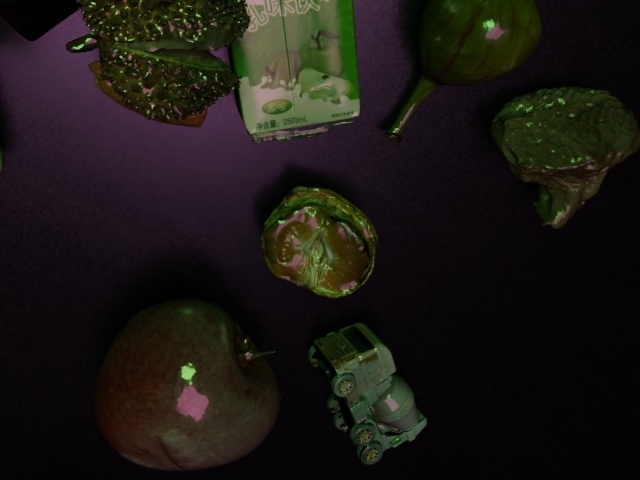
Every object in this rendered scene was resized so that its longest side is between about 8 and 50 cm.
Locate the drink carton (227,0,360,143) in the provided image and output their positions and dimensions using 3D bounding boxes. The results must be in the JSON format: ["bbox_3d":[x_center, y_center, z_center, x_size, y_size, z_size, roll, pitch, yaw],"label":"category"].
[{"bbox_3d":[-0.037,-0.271,0.918,0.161,0.108,0.271,-11,119,-7],"label":"drink carton"}]

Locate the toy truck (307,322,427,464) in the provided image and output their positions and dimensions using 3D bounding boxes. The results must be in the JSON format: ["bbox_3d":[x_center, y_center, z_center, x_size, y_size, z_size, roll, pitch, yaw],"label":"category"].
[{"bbox_3d":[0.085,0.251,1.226,0.140,0.108,0.257,-27,122,-13],"label":"toy truck"}]

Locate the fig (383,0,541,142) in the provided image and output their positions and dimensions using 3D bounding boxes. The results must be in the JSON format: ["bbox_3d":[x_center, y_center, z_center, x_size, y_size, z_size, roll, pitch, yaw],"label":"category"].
[{"bbox_3d":[0.181,-0.233,0.990,0.151,0.151,0.259,12,138,-18],"label":"fig"}]

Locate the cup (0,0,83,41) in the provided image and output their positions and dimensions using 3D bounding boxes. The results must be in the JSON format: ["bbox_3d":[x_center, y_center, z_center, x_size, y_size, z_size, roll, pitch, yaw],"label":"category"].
[{"bbox_3d":[-0.293,-0.343,0.767,0.177,0.166,0.239,-31,159,0],"label":"cup"}]

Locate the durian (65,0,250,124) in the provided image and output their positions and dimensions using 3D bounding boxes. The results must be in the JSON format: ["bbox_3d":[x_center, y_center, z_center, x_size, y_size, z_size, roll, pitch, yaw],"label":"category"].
[{"bbox_3d":[-0.174,-0.219,0.799,0.196,0.167,0.196,-11,114,-25],"label":"durian"}]

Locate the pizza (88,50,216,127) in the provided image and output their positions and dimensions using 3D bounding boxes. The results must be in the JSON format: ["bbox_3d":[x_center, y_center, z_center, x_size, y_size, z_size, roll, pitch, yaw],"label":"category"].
[{"bbox_3d":[-0.190,-0.246,0.922,0.154,0.069,0.194,20,105,-21],"label":"pizza"}]

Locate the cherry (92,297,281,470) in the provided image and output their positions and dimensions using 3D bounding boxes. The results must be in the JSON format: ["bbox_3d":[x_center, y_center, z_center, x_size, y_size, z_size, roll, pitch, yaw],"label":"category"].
[{"bbox_3d":[-0.201,0.216,1.080,0.307,0.221,0.261,-24,119,22],"label":"cherry"}]

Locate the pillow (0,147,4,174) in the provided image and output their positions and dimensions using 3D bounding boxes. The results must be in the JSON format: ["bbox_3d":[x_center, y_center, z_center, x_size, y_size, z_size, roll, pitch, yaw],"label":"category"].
[{"bbox_3d":[-0.520,-0.201,0.840,0.255,0.120,0.322,-10,116,-11],"label":"pillow"}]

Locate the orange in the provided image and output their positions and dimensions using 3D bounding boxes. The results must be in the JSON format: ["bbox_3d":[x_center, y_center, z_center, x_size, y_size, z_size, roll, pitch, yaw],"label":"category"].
[{"bbox_3d":[0.000,0.000,1.068,0.160,0.112,0.170,-19,97,10],"label":"orange"}]

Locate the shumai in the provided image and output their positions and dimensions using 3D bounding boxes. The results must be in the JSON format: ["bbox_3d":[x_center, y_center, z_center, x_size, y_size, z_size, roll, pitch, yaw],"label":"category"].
[{"bbox_3d":[0.343,-0.117,1.076,0.206,0.166,0.175,-7,141,-8],"label":"shumai"}]
